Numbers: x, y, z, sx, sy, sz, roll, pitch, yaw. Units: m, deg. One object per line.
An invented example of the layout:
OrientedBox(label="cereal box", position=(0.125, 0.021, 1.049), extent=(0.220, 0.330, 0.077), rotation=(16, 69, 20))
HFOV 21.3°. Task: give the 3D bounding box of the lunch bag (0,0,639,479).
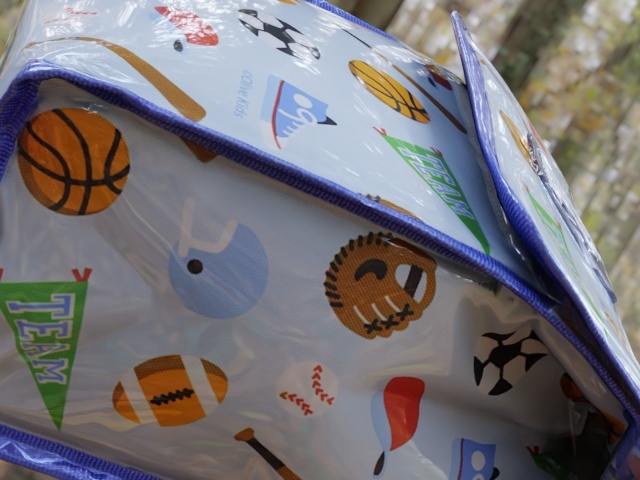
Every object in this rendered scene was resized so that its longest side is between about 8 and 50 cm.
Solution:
OrientedBox(label="lunch bag", position=(0.000, 0.000, 0.913), extent=(0.386, 0.239, 0.328), rotation=(24, 22, -13))
